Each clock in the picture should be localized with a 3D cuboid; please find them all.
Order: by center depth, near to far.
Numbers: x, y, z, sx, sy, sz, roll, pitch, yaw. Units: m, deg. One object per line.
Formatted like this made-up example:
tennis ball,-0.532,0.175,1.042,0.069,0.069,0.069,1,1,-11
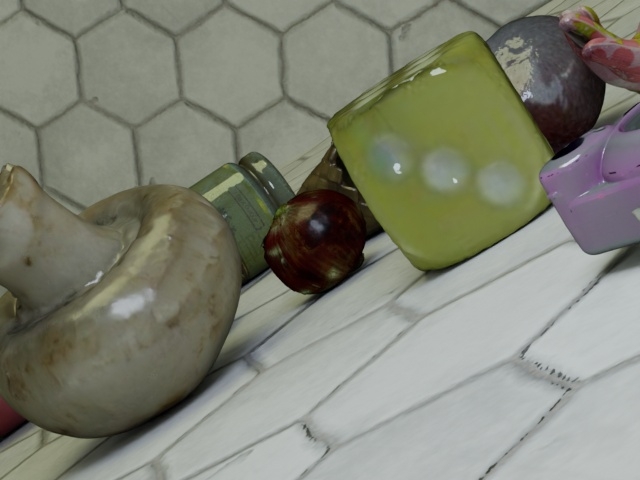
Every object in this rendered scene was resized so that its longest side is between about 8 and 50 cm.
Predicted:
clock,0.294,-0.087,1.133,0.248,0.090,0.227,-35,7,-30

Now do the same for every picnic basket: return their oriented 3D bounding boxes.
picnic basket,0.069,-0.086,1.954,0.138,0.128,0.178,-44,-5,-45

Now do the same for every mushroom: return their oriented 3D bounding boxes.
mushroom,-0.235,0.043,1.712,0.297,0.290,0.297,-29,29,18

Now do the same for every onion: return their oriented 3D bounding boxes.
onion,0.000,0.000,1.801,0.118,0.118,0.117,-23,45,54

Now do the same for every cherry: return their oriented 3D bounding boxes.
cherry,0.218,-0.149,1.708,0.176,0.140,0.176,-30,32,21

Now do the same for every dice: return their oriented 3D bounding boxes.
dice,0.118,-0.083,1.545,0.166,0.169,0.169,-32,7,8

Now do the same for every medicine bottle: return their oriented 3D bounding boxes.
medicine bottle,-0.182,0.022,2.253,0.322,0.151,0.151,-35,7,-12

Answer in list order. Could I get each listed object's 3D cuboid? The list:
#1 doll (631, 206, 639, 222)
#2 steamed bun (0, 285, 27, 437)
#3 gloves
doll,0.255,-0.031,0.884,0.149,0.095,0.192,-27,5,-3
steamed bun,-0.485,0.162,2.303,0.309,0.309,0.309,-32,7,4
gloves,0.325,-0.196,1.605,0.145,0.126,0.241,-11,18,43
